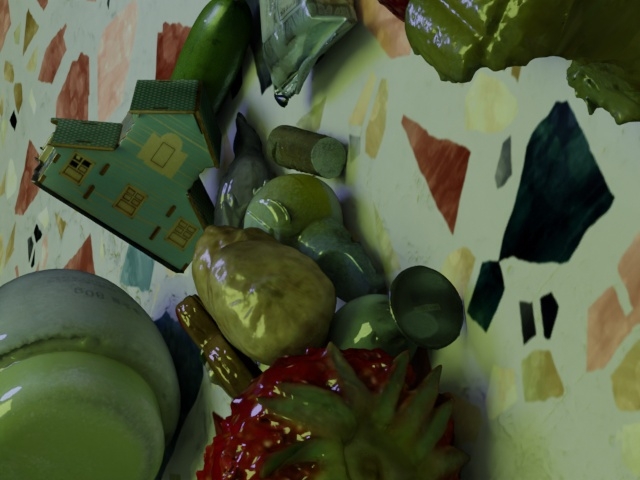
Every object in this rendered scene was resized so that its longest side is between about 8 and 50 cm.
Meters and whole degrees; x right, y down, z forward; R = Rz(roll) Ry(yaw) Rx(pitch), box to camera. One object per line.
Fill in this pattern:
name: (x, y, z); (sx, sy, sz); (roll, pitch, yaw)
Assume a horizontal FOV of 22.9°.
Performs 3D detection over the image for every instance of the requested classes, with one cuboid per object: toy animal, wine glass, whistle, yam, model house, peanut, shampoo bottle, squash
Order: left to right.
shampoo bottle: (-0.356, 0.208, 2.169); (0.317, 0.322, 0.322); (-106, 34, -51)
model house: (-0.216, -0.116, 2.061); (0.206, 0.271, 0.178); (-53, 12, 19)
squash: (-0.160, -0.219, 2.132); (0.292, 0.082, 0.082); (-61, 35, 38)
toy animal: (-0.090, -0.013, 1.948); (0.206, 0.081, 0.367); (114, 156, -74)
peanut: (-0.066, 0.051, 1.686); (0.122, 0.137, 0.253); (-39, 19, -5)
yam: (-0.019, -0.106, 1.873); (0.132, 0.054, 0.054); (21, 104, 61)
whistle: (0.000, 0.000, 1.788); (0.223, 0.123, 0.123); (39, 121, 35)
wine glass: (0.058, 0.100, 1.641); (0.202, 0.093, 0.093); (-38, 52, 54)

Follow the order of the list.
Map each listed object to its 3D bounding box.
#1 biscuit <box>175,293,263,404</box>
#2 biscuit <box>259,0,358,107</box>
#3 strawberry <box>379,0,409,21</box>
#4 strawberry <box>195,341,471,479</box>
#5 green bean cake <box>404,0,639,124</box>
biscuit: (-0.100, 0.145, 1.785); (0.049, 0.197, 0.301); (-42, 9, -3)
biscuit: (-0.025, -0.335, 1.902); (0.186, 0.079, 0.309); (-42, 49, 55)
strawberry: (0.162, -0.283, 1.411); (0.274, 0.220, 0.274); (-34, 22, 16)
strawberry: (-0.020, 0.254, 1.564); (0.343, 0.292, 0.292); (-33, 56, 52)
green bean cake: (0.212, -0.204, 1.250); (0.233, 0.236, 0.124); (-64, 37, 29)
